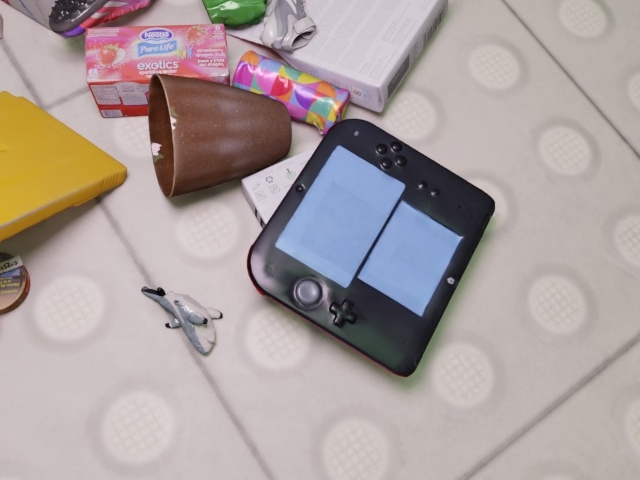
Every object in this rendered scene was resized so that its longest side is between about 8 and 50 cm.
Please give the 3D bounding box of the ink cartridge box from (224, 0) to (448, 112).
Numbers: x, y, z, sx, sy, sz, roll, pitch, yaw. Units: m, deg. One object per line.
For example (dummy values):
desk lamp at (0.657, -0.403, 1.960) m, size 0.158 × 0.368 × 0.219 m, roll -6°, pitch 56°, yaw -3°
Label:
ink cartridge box at (0.033, -0.467, 1.287) m, size 0.385 × 0.091 × 0.308 m, roll 25°, pitch 69°, yaw 20°

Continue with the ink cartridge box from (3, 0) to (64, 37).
ink cartridge box at (-0.549, -0.518, 1.188) m, size 0.176 × 0.127 × 0.128 m, roll 32°, pitch 70°, yaw 5°

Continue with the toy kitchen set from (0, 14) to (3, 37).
toy kitchen set at (-0.678, -0.376, 1.103) m, size 0.122 × 0.166 × 0.207 m, roll -6°, pitch 72°, yaw -9°

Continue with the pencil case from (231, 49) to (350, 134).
pencil case at (-0.056, -0.288, 1.186) m, size 0.237 × 0.104 × 0.104 m, roll 25°, pitch 70°, yaw 3°

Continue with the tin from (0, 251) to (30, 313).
tin at (-0.597, 0.080, 1.024) m, size 0.190 × 0.040 × 0.106 m, roll -6°, pitch 68°, yaw -9°

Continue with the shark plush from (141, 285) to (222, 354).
shark plush at (-0.249, 0.130, 1.043) m, size 0.161 × 0.073 × 0.067 m, roll 30°, pitch 100°, yaw -1°

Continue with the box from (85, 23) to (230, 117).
box at (-0.303, -0.324, 1.152) m, size 0.257 × 0.128 × 0.122 m, roll -5°, pitch 72°, yaw -8°

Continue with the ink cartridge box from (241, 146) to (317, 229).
ink cartridge box at (0.000, 0.000, 1.111) m, size 0.166 × 0.065 × 0.332 m, roll -25°, pitch 74°, yaw -15°

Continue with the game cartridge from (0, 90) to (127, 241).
game cartridge at (-0.536, -0.135, 1.005) m, size 0.285 × 0.052 × 0.323 m, roll 34°, pitch 30°, yaw 6°

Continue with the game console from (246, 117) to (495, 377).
game console at (0.093, -0.006, 1.061) m, size 0.342 × 0.060 × 0.386 m, roll 30°, pitch 70°, yaw 5°

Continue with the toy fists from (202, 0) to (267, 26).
toy fists at (-0.198, -0.562, 1.262) m, size 0.142 × 0.096 × 0.279 m, roll -23°, pitch 68°, yaw -2°

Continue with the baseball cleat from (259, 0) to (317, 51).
baseball cleat at (-0.052, -0.464, 1.219) m, size 0.110 × 0.072 × 0.205 m, roll 17°, pitch 71°, yaw 1°

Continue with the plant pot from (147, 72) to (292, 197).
plant pot at (-0.177, -0.195, 1.098) m, size 0.231 × 0.215 × 0.215 m, roll -7°, pitch 72°, yaw -24°

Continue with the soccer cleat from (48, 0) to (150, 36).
soccer cleat at (-0.395, -0.481, 1.178) m, size 0.109 × 0.116 × 0.318 m, roll 15°, pitch 58°, yaw 24°

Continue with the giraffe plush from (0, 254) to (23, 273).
giraffe plush at (-0.587, 0.060, 0.923) m, size 0.210 × 0.170 × 0.181 m, roll -41°, pitch 80°, yaw -17°
